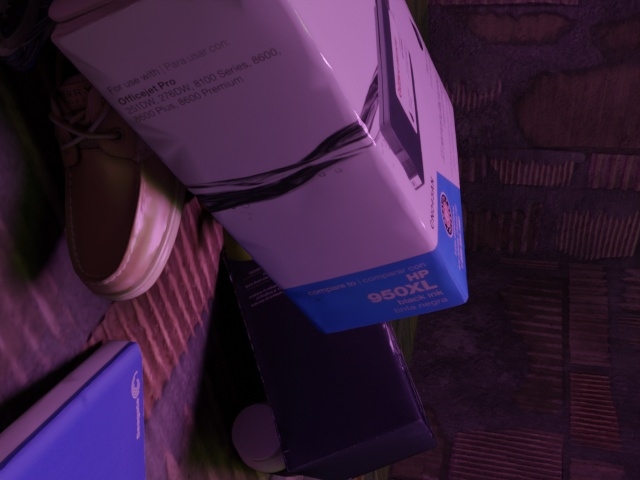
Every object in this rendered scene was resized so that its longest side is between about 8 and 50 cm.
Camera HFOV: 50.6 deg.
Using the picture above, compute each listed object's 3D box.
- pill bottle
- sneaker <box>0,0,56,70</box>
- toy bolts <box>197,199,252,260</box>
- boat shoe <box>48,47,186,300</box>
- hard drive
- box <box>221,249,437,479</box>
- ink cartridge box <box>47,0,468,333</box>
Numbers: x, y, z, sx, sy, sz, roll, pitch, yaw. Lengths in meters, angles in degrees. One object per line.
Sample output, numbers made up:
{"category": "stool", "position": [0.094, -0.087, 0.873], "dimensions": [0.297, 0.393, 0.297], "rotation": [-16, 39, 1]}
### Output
{"category": "pill bottle", "position": [-0.069, 0.307, 1.052], "dimensions": [0.193, 0.108, 0.108], "rotation": [59, 38, -65]}
{"category": "sneaker", "position": [-0.215, -0.188, 0.510], "dimensions": [0.058, 0.052, 0.135], "rotation": [82, 24, -69]}
{"category": "toy bolts", "position": [-0.050, -0.115, 0.879], "dimensions": [0.228, 0.219, 0.158], "rotation": [-95, 172, -54]}
{"category": "boat shoe", "position": [-0.178, -0.103, 0.556], "dimensions": [0.098, 0.109, 0.302], "rotation": [26, 63, -66]}
{"category": "hard drive", "position": [-0.210, 0.231, 0.530], "dimensions": [0.318, 0.040, 0.210], "rotation": [-66, 158, -78]}
{"category": "box", "position": [0.028, 0.174, 1.009], "dimensions": [0.343, 0.179, 0.312], "rotation": [59, 11, -66]}
{"category": "ink cartridge box", "position": [-0.009, -0.142, 0.610], "dimensions": [0.395, 0.166, 0.285], "rotation": [52, 33, -43]}
